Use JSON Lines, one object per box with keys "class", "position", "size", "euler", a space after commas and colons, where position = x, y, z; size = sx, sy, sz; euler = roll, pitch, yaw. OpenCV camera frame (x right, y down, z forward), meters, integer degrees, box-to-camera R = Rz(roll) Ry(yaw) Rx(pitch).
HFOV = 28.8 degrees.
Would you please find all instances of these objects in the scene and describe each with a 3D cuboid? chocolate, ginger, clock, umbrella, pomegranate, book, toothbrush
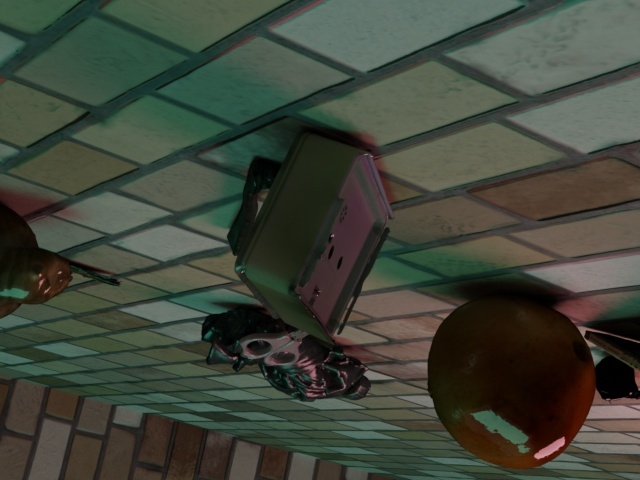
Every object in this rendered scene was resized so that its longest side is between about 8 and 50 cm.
{"class": "chocolate", "position": [0.407, 0.200, 1.730], "size": [0.072, 0.070, 0.147], "euler": [36, 173, 22]}
{"class": "ginger", "position": [-0.486, 0.012, 1.531], "size": [0.375, 0.176, 0.256], "euler": [9, -178, 5]}
{"class": "clock", "position": [0.000, 0.000, 1.142], "size": [0.071, 0.147, 0.192], "euler": [22, 168, 16]}
{"class": "umbrella", "position": [-0.035, 0.194, 1.949], "size": [0.143, 0.094, 0.349], "euler": [-3, 156, 37]}
{"class": "pomegranate", "position": [0.228, 0.169, 1.481], "size": [0.209, 0.209, 0.209], "euler": [11, 165, 3]}
{"class": "book", "position": [0.465, 0.173, 1.441], "size": [0.228, 0.018, 0.322], "euler": [15, -173, -12]}
{"class": "toothbrush", "position": [-0.075, -0.030, 1.318], "size": [0.030, 0.030, 0.297], "euler": [4, 165, -9]}

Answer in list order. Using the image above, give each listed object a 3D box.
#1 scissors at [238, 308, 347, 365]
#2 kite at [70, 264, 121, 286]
{"class": "scissors", "position": [-0.031, 0.132, 1.771], "size": [0.100, 0.015, 0.189], "euler": [28, 133, -36]}
{"class": "kite", "position": [-0.457, 0.026, 1.821], "size": [0.321, 0.016, 0.234], "euler": [6, 164, 20]}
